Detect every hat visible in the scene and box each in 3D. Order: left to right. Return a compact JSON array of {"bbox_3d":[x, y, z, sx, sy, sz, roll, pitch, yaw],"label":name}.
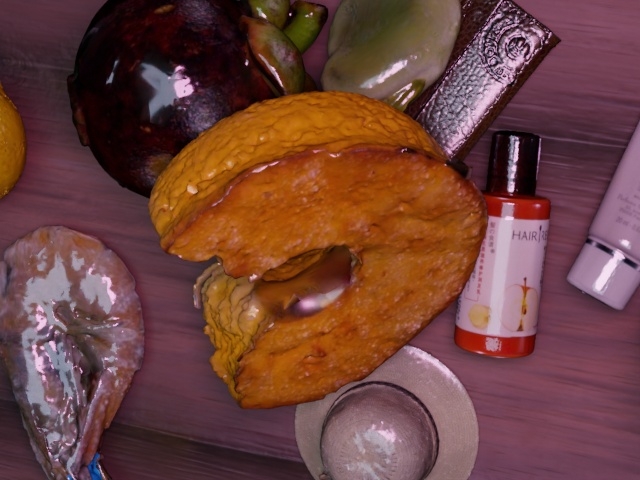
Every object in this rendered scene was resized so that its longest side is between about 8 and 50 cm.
[{"bbox_3d":[0.072,0.267,1.429,0.257,0.130,0.257,2,98,15],"label":"hat"}]

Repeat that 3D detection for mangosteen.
[{"bbox_3d":[-0.161,-0.194,1.359,0.311,0.311,0.311,2,97,15],"label":"mangosteen"}]

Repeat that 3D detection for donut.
[{"bbox_3d":[0.000,0.000,1.305,0.378,0.435,0.163,-16,50,-9],"label":"donut"}]

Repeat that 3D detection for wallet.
[{"bbox_3d":[0.178,-0.201,1.390,0.133,0.039,0.243,41,103,10],"label":"wallet"}]

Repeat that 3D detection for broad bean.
[{"bbox_3d":[0.088,-0.249,1.364,0.169,0.100,0.228,8,85,25],"label":"broad bean"}]

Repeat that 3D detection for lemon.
[{"bbox_3d":[-0.496,-0.131,1.506,0.173,0.173,0.206,7,96,14],"label":"lemon"}]

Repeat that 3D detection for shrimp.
[{"bbox_3d":[-0.344,0.196,1.553,0.221,0.110,0.445,-11,90,7],"label":"shrimp"}]

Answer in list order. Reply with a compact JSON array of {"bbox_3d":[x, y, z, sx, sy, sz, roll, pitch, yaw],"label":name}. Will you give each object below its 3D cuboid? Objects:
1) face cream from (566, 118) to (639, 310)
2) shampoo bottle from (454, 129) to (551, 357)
[{"bbox_3d":[0.412,-0.065,1.326,0.143,0.089,0.314,31,96,10],"label":"face cream"},{"bbox_3d":[0.232,0.001,1.366,0.104,0.104,0.278,7,99,14],"label":"shampoo bottle"}]
